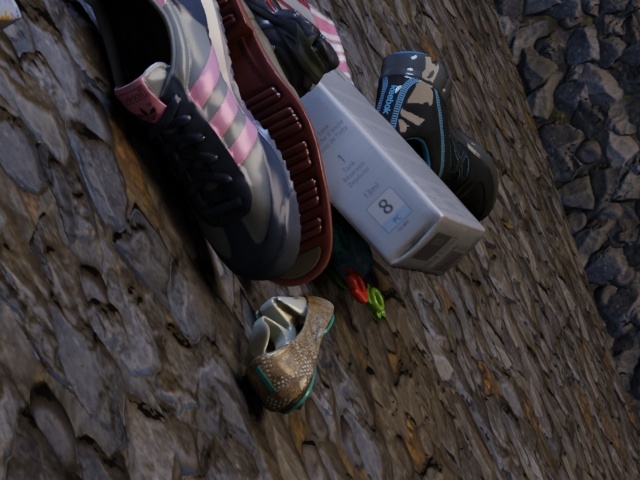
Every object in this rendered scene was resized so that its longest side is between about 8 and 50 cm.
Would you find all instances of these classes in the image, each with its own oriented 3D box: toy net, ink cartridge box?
[{"bbox_3d":[0.000,0.000,1.928,0.232,0.045,0.122,46,28,-48],"label":"toy net"},{"bbox_3d":[0.014,-0.126,2.034,0.385,0.091,0.308,47,9,12],"label":"ink cartridge box"}]

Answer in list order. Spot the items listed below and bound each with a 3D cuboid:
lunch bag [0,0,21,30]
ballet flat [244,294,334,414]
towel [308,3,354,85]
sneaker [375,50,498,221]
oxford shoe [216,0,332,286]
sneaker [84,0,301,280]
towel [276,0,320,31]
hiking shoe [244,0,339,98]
[{"bbox_3d":[-0.268,-0.190,1.302,0.083,0.053,0.071,58,15,2],"label":"lunch bag"},{"bbox_3d":[-0.031,0.089,1.663,0.067,0.073,0.206,48,17,-13],"label":"ballet flat"},{"bbox_3d":[0.016,-0.226,2.305,0.144,0.029,0.197,26,44,-68],"label":"towel"},{"bbox_3d":[0.148,-0.113,2.484,0.341,0.125,0.139,55,48,-46],"label":"sneaker"},{"bbox_3d":[-0.065,-0.120,1.743,0.130,0.123,0.348,13,57,-77],"label":"oxford shoe"},{"bbox_3d":[-0.126,-0.103,1.589,0.131,0.112,0.319,-17,81,-57],"label":"sneaker"},{"bbox_3d":[-0.110,-0.394,2.052,0.329,0.037,0.237,65,15,16],"label":"towel"},{"bbox_3d":[-0.092,-0.224,1.845,0.227,0.114,0.086,42,2,18],"label":"hiking shoe"}]
